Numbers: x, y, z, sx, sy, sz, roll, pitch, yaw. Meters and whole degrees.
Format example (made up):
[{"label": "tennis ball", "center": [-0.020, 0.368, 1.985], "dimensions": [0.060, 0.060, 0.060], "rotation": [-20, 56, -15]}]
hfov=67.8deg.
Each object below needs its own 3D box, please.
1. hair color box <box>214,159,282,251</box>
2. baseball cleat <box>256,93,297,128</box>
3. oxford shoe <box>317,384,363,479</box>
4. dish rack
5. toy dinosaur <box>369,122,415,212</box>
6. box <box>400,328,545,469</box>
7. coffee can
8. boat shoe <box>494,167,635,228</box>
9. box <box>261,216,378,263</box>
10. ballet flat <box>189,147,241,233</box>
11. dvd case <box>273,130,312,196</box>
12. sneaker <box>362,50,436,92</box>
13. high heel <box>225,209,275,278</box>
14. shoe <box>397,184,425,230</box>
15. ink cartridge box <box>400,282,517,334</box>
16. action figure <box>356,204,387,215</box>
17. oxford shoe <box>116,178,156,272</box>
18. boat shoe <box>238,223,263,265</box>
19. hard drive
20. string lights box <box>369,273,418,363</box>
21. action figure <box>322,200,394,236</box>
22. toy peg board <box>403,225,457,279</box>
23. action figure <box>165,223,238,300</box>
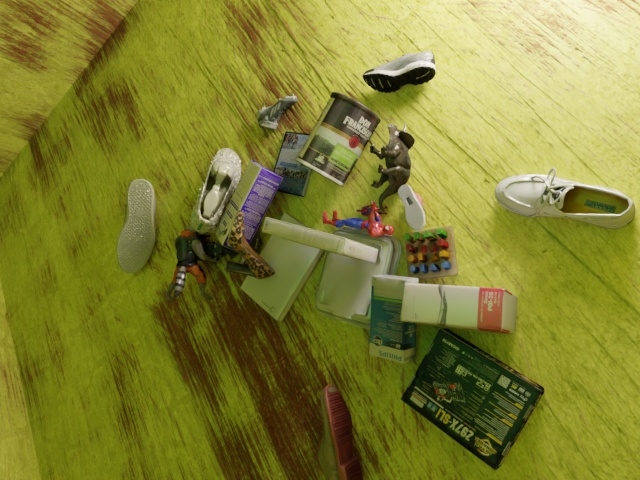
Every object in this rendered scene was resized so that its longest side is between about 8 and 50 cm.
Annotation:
[{"label": "hair color box", "center": [-0.290, -0.136, 1.894], "dimensions": [0.338, 0.110, 0.185], "rotation": [-61, 27, 6]}, {"label": "baseball cleat", "center": [-0.174, -0.527, 1.989], "dimensions": [0.206, 0.072, 0.109], "rotation": [-15, 85, 33]}, {"label": "oxford shoe", "center": [0.033, 0.656, 1.556], "dimensions": [0.130, 0.123, 0.348], "rotation": [-23, 67, 31]}, {"label": "dish rack", "center": [0.115, 0.122, 1.655], "dimensions": [0.286, 0.072, 0.332], "rotation": [11, 86, 32]}, {"label": "toy dinosaur", "center": [0.254, -0.252, 1.615], "dimensions": [0.121, 0.160, 0.313], "rotation": [0, 93, 64]}, {"label": "box", "center": [0.432, 0.446, 1.383], "dimensions": [0.322, 0.079, 0.257], "rotation": [30, 97, 33]}, {"label": "coffee can", "center": [0.062, -0.361, 1.717], "dimensions": [0.202, 0.202, 0.275], "rotation": [34, 98, 32]}, {"label": "boat shoe", "center": [0.661, -0.119, 1.321], "dimensions": [0.367, 0.156, 0.135], "rotation": [20, 90, 33]}, {"label": "box", "center": [0.000, 0.000, 1.571], "dimensions": [0.322, 0.232, 0.058], "rotation": [17, 90, 33]}, {"label": "ballet flat", "center": [-0.421, -0.220, 1.974], "dimensions": [0.147, 0.147, 0.408], "rotation": [2, 67, 32]}, {"label": "dvd case", "center": [-0.103, -0.310, 1.913], "dimensions": [0.180, 0.022, 0.252], "rotation": [15, 88, 34]}, {"label": "sneaker", "center": [0.283, -0.609, 1.711], "dimensions": [0.272, 0.100, 0.107], "rotation": [-2, 64, 28]}, {"label": "high heel", "center": [-0.248, 0.018, 1.775], "dimensions": [0.186, 0.093, 0.261], "rotation": [10, 115, 0]}, {"label": "shoe", "center": [0.314, -0.100, 1.564], "dimensions": [0.063, 0.081, 0.177], "rotation": [-33, 55, 26]}, {"label": "ink cartridge box", "center": [0.401, 0.196, 1.379], "dimensions": [0.283, 0.207, 0.117], "rotation": [1, 79, 32]}, {"label": "action figure", "center": [0.179, -0.107, 1.692], "dimensions": [0.115, 0.030, 0.038], "rotation": [0, 84, 33]}, {"label": "oxford shoe", "center": [-0.868, -0.068, 2.274], "dimensions": [0.130, 0.169, 0.448], "rotation": [-174, 90, -74]}, {"label": "boat shoe", "center": [-0.269, 0.011, 1.930], "dimensions": [0.075, 0.065, 0.206], "rotation": [-18, 53, 67]}, {"label": "hard drive", "center": [-0.143, 0.097, 1.831], "dimensions": [0.233, 0.047, 0.353], "rotation": [35, 99, 32]}, {"label": "string lights box", "center": [0.230, 0.244, 1.509], "dimensions": [0.133, 0.077, 0.259], "rotation": [4, 94, 42]}, {"label": "action figure", "center": [0.138, -0.092, 1.648], "dimensions": [0.280, 0.092, 0.139], "rotation": [19, 112, 38]}, {"label": "toy peg board", "center": [0.342, 0.037, 1.528], "dimensions": [0.161, 0.079, 0.160], "rotation": [-10, 74, 30]}, {"label": "action figure", "center": [-0.513, 0.079, 1.986], "dimensions": [0.342, 0.178, 0.330], "rotation": [-8, 76, 27]}]
